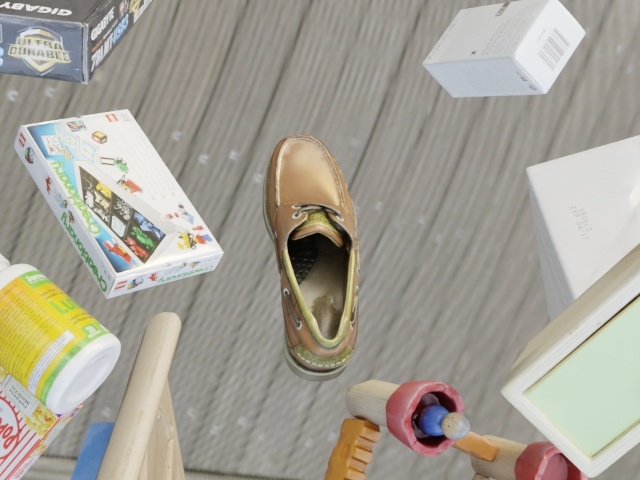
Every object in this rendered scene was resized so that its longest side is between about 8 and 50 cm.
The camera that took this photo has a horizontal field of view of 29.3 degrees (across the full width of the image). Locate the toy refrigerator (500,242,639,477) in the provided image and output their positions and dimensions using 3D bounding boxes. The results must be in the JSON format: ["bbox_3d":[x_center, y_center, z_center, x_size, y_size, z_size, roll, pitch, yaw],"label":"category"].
[{"bbox_3d":[0.268,0.055,0.926,0.269,0.102,0.094,-46,179,27],"label":"toy refrigerator"}]

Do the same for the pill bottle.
[{"bbox_3d":[-0.417,0.120,1.744,0.136,0.245,0.136,-48,167,-15],"label":"pill bottle"}]

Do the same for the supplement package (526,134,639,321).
[{"bbox_3d":[0.338,0.049,1.309,0.175,0.178,0.293,-16,144,4],"label":"supplement package"}]

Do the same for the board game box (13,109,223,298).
[{"bbox_3d":[-0.303,-0.063,1.833,0.193,0.305,0.053,-14,149,-39],"label":"board game box"}]

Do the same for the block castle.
[{"bbox_3d":[0.123,0.412,1.432,0.303,0.212,0.453,28,78,-28],"label":"block castle"}]

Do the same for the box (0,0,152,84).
[{"bbox_3d":[-0.345,-0.263,1.295,0.293,0.295,0.073,-73,169,-62],"label":"box"}]

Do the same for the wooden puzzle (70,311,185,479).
[{"bbox_3d":[-0.155,0.276,0.938,0.080,0.322,0.348,1,118,3],"label":"wooden puzzle"}]

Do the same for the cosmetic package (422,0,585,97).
[{"bbox_3d":[0.260,-0.276,1.768,0.085,0.231,0.117,42,74,-26],"label":"cosmetic package"}]

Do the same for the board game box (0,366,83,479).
[{"bbox_3d":[-0.468,0.263,1.862,0.193,0.147,0.045,-49,162,20],"label":"board game box"}]

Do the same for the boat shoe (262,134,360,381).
[{"bbox_3d":[0.000,0.000,1.393,0.110,0.307,0.104,-5,154,-10],"label":"boat shoe"}]
